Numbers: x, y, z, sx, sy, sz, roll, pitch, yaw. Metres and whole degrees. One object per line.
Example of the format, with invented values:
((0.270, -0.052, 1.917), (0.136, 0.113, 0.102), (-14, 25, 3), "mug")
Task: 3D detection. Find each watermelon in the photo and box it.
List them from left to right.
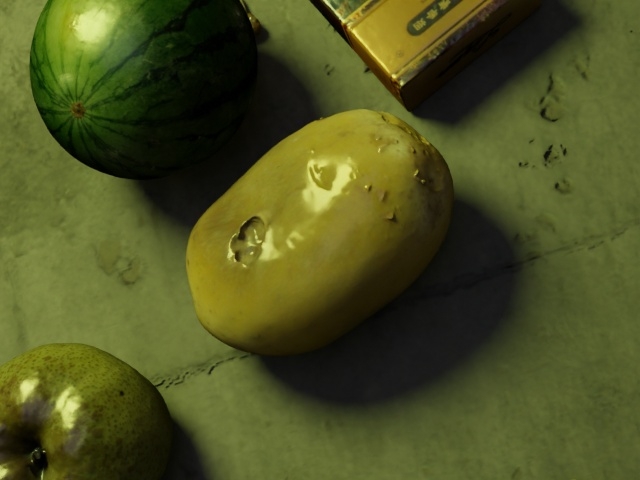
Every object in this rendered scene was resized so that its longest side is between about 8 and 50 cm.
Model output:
((-0.140, -0.151, 0.981), (0.188, 0.188, 0.214), (25, 40, 17), "watermelon")

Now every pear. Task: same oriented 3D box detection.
((-0.203, 0.162, 0.931), (0.167, 0.136, 0.167), (-2, 81, 11), "pear")

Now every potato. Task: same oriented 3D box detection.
((0.000, 0.000, 0.931), (0.234, 0.146, 0.150), (-39, 27, 13), "potato")

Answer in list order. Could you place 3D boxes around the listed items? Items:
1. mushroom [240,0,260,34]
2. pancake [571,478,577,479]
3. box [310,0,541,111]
((-0.156, -0.278, 1.097), (0.286, 0.028, 0.026), (43, 130, 19), "mushroom")
((0.213, 0.304, 0.852), (0.213, 0.056, 0.257), (-2, 68, 4), "pancake")
((0.059, -0.248, 1.020), (0.152, 0.070, 0.237), (-39, 69, 0), "box")
